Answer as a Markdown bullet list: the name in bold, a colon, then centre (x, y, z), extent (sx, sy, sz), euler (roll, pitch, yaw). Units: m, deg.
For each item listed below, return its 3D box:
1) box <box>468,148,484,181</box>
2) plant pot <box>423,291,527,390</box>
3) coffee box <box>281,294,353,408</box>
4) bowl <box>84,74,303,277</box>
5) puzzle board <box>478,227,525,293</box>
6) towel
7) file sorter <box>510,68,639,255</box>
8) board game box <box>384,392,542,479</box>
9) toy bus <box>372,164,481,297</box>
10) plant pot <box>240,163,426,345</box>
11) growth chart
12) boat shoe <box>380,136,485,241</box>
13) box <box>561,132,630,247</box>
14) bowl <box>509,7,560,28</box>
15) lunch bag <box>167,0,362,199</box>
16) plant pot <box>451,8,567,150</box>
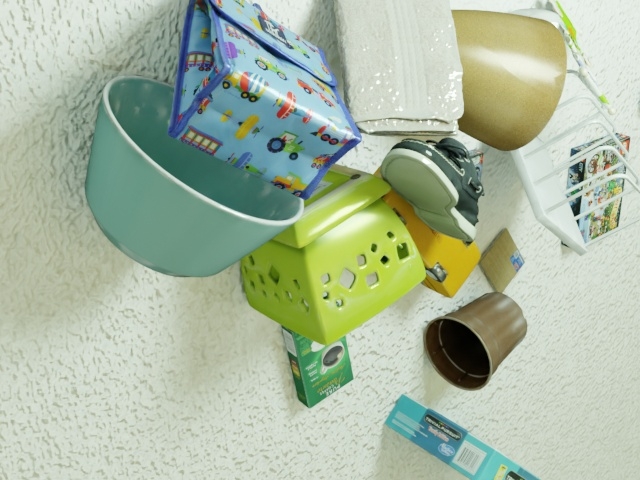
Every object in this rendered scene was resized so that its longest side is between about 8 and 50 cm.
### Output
- **box**: centre (0.253, -0.115, 1.904), extent (0.137, 0.027, 0.094), euler (-17, 121, -37)
- **plant pot**: centre (0.325, 0.194, 2.030), extent (0.165, 0.167, 0.167), euler (-30, 127, -38)
- **coffee box**: centre (-0.004, 0.204, 1.810), extent (0.113, 0.040, 0.184), euler (-32, 127, -27)
- **bowl**: centre (-0.193, -0.066, 1.362), extent (0.311, 0.311, 0.163), euler (13, 121, -45)
- **puzzle board**: centre (0.382, 0.045, 2.111), extent (0.096, 0.011, 0.128), euler (-51, 135, -14)
- **towel**: centre (0.117, -0.290, 1.535), extent (0.187, 0.049, 0.282), euler (-2, 71, -13)
- **file sorter**: centre (0.479, -0.154, 1.885), extent (0.173, 0.278, 0.193), euler (-31, 142, 24)
- **board game box**: centre (0.322, 0.454, 2.074), extent (0.336, 0.254, 0.079), euler (38, 82, -46)
- **toy bus**: centre (0.176, -0.025, 1.803), extent (0.108, 0.130, 0.333), euler (-52, 135, -9)
- **plant pot**: centre (0.000, 0.000, 1.596), extent (0.227, 0.228, 0.207), euler (-33, 121, -27)
- **growth chart**: centre (0.489, -0.365, 1.897), extent (0.021, 0.237, 0.172), euler (-27, 144, 25)
- **boat shoe**: centre (0.193, -0.103, 1.577), extent (0.340, 0.127, 0.113), euler (40, 71, -57)
- **box**: centre (0.612, -0.110, 2.222), extent (0.159, 0.044, 0.233), euler (-20, 122, -34)
- **bowl**: centre (0.366, -0.358, 1.826), extent (0.053, 0.142, 0.142), euler (13, 100, -20)
- **lunch bag**: centre (-0.085, -0.233, 1.390), extent (0.221, 0.293, 0.138), euler (25, 127, -30)
- **plant pot**: centre (0.242, -0.297, 1.695), extent (0.254, 0.237, 0.237), euler (13, 101, -28)
